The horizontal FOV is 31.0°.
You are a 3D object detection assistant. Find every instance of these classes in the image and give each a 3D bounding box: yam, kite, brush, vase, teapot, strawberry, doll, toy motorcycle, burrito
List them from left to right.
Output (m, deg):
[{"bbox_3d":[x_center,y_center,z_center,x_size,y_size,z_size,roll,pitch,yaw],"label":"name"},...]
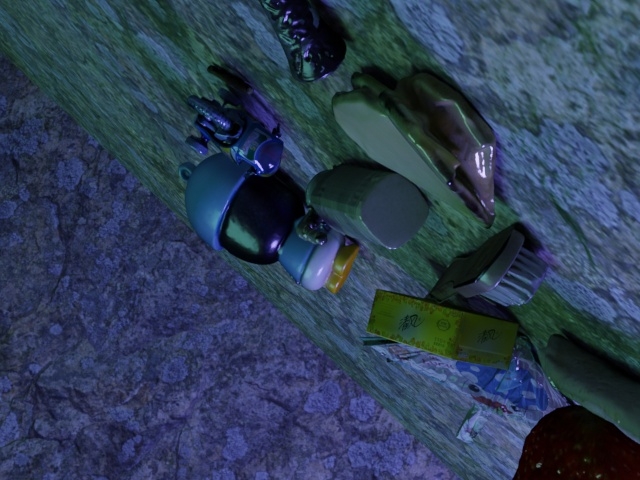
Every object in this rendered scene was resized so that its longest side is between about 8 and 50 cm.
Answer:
[{"bbox_3d":[-0.118,-0.209,1.495,0.107,0.014,0.014,34,166,47],"label":"yam"},{"bbox_3d":[-0.105,-0.135,1.553,0.135,0.092,0.254,34,178,7],"label":"toy motorcycle"},{"bbox_3d":[-0.090,-0.033,1.778,0.314,0.141,0.177,32,137,9],"label":"doll"},{"bbox_3d":[-0.036,-0.213,1.001,0.059,0.059,0.167,35,167,45],"label":"vase"},{"bbox_3d":[0.036,-0.031,1.336,0.077,0.107,0.200,44,172,-19],"label":"teapot"},{"bbox_3d":[0.175,0.043,1.227,0.065,0.070,0.327,34,172,-1],"label":"brush"},{"bbox_3d":[0.232,0.212,1.557,0.406,0.014,0.368,26,151,9],"label":"kite"},{"bbox_3d":[0.323,0.309,1.294,0.257,0.257,0.277,30,147,56],"label":"strawberry"},{"bbox_3d":[0.320,0.172,1.171,0.082,0.059,0.275,33,180,-40],"label":"burrito"}]

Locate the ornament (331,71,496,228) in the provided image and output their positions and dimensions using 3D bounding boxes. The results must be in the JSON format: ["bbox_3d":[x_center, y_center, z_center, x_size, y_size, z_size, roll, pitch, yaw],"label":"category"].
[{"bbox_3d":[0.100,-0.076,1.046,0.180,0.059,0.201,47,173,-21],"label":"ornament"}]

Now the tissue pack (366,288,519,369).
[{"bbox_3d":[0.148,0.107,1.424,0.095,0.062,0.176,13,180,-33],"label":"tissue pack"}]

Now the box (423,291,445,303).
[{"bbox_3d":[0.170,0.123,1.586,0.098,0.062,0.045,36,172,28],"label":"box"}]
